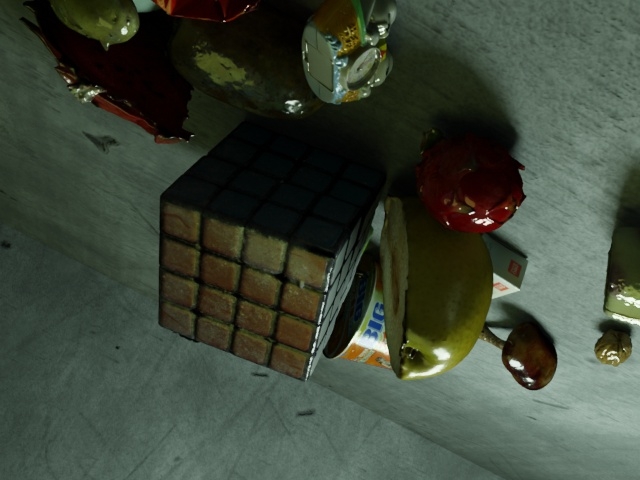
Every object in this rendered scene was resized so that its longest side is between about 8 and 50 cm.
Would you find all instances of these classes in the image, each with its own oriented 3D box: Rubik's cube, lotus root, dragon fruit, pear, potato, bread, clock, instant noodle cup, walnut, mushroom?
[{"bbox_3d":[-0.102,0.013,1.312,0.345,0.337,0.343,20,128,7],"label":"Rubik's cube"},{"bbox_3d":[-0.100,-0.284,1.021,0.275,0.151,0.160,14,141,-24],"label":"lotus root"},{"bbox_3d":[0.250,-0.097,1.092,0.210,0.172,0.172,28,156,-7],"label":"dragon fruit"},{"bbox_3d":[0.227,0.082,1.261,0.192,0.386,0.340,2,136,-1],"label":"pear"},{"bbox_3d":[-0.295,-0.305,0.835,0.188,0.085,0.105,24,152,52],"label":"potato"},{"bbox_3d":[0.655,0.081,1.081,0.339,0.155,0.187,11,160,24],"label":"bread"},{"bbox_3d":[0.048,-0.283,0.942,0.103,0.144,0.231,45,161,19],"label":"clock"},{"bbox_3d":[-0.325,-0.296,1.011,0.282,0.343,0.100,34,124,-30],"label":"dragon fruit"},{"bbox_3d":[0.158,0.202,1.668,0.214,0.296,0.296,23,157,-14],"label":"instant noodle cup"},{"bbox_3d":[0.673,0.247,1.493,0.079,0.082,0.096,-9,147,5],"label":"walnut"},{"bbox_3d":[0.495,0.279,1.701,0.218,0.148,0.227,22,153,55],"label":"mushroom"}]

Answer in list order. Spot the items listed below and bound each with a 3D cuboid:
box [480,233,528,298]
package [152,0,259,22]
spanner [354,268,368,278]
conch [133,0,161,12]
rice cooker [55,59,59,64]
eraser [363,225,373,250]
[{"bbox_3d":[0.327,0.075,1.466,0.135,0.079,0.269,31,155,-11],"label":"box"},{"bbox_3d":[-0.247,-0.449,0.805,0.424,0.195,0.123,36,133,-26],"label":"package"},{"bbox_3d":[-0.026,0.052,1.616,0.316,0.024,0.087,14,158,23],"label":"spanner"},{"bbox_3d":[-0.291,-0.414,0.950,0.121,0.184,0.221,-31,149,29],"label":"conch"},{"bbox_3d":[-0.421,-0.361,1.242,0.145,0.127,0.206,38,149,-29],"label":"rice cooker"},{"bbox_3d":[0.000,0.000,1.613,0.210,0.092,0.274,26,157,-4],"label":"eraser"}]
